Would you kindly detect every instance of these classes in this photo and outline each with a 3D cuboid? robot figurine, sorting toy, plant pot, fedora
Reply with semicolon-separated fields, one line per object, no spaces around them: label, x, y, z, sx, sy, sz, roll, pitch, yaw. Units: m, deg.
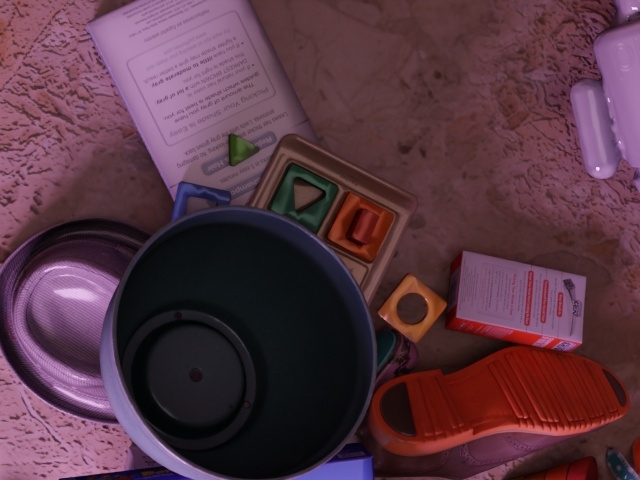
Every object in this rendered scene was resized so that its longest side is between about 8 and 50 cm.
robot figurine;0.459;-0.175;1.619;0.300;0.200;0.353;-18;96;13
sorting toy;0.000;0.000;1.522;0.348;0.047;0.196;27;89;-10
plant pot;-0.112;0.132;1.425;0.293;0.196;0.293;9;68;-23
fedora;-0.258;0.101;1.562;0.275;0.124;0.243;39;87;-9
sorting toy;0.279;0.451;1.692;0.126;0.127;0.365;5;95;20

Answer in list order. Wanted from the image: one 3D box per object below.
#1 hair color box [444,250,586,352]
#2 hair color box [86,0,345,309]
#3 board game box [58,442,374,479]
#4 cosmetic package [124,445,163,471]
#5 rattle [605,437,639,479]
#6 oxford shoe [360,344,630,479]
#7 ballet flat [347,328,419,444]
hair color box;0.246;0.078;1.660;0.167;0.053;0.093;12;67;-8
hair color box;-0.112;-0.126;1.579;0.185;0.113;0.374;-27;96;-6
board game box;-0.108;0.366;1.468;0.347;0.078;0.233;-5;94;-9
cosmetic package;-0.167;0.356;1.575;0.152;0.151;0.183;9;91;-10
rattle;0.423;0.367;1.677;0.130;0.143;0.199;5;99;9
oxford shoe;0.217;0.224;1.661;0.364;0.132;0.130;-3;49;-20
ballet flat;0.046;0.211;1.647;0.221;0.077;0.079;-48;118;-4
